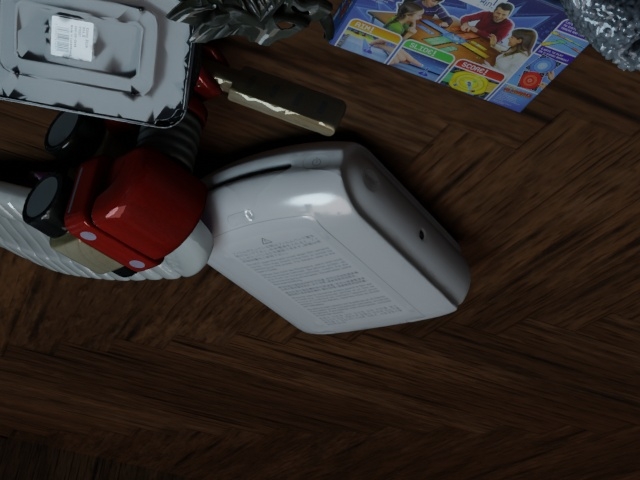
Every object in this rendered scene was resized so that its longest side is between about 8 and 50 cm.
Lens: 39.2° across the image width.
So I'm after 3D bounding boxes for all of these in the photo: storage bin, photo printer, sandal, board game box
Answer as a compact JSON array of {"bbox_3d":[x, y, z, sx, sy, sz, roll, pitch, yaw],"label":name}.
[{"bbox_3d":[-0.187,-0.174,0.728,0.180,0.084,0.122,9,121,-5],"label":"storage bin"},{"bbox_3d":[0.000,0.000,1.075,0.256,0.107,0.307,-13,144,33],"label":"photo printer"},{"bbox_3d":[-0.285,-0.032,1.082,0.416,0.102,0.169,9,147,31],"label":"sandal"},{"bbox_3d":[0.126,-0.191,0.783,0.201,0.035,0.136,17,149,-16],"label":"board game box"}]

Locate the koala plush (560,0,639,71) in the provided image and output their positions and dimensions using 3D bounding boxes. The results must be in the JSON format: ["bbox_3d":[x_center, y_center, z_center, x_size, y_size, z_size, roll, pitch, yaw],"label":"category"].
[{"bbox_3d":[0.261,-0.221,0.553,0.203,0.196,0.221,18,154,2],"label":"koala plush"}]

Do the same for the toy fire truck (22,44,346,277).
[{"bbox_3d":[-0.122,-0.087,0.839,0.246,0.217,0.158,-17,142,35],"label":"toy fire truck"}]

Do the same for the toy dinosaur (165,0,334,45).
[{"bbox_3d":[-0.025,-0.255,0.605,0.322,0.164,0.218,28,134,6],"label":"toy dinosaur"}]
